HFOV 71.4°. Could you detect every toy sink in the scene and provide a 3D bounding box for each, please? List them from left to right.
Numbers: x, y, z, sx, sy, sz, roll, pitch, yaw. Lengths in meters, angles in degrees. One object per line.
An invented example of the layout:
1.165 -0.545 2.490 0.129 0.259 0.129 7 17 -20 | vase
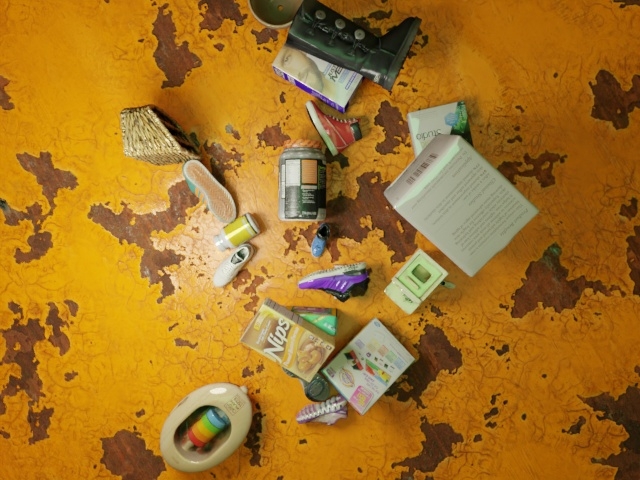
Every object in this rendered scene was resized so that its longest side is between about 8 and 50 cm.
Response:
0.380 0.171 1.802 0.153 0.131 0.234 44 95 14 | toy sink

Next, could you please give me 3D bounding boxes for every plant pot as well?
-0.166 -0.957 1.791 0.238 0.110 0.237 0 94 3 | plant pot

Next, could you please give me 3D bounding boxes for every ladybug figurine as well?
-0.462 0.760 1.863 0.449 0.162 0.305 -41 92 4 | ladybug figurine

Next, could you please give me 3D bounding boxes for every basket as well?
-0.606 -0.419 1.741 0.223 0.299 0.213 -5 91 5 | basket

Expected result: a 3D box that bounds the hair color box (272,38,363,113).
-0.003 -0.686 1.801 0.339 0.110 0.185 30 93 2 | hair color box

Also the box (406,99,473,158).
0.499 -0.386 1.821 0.233 0.058 0.321 -13 94 3 | box

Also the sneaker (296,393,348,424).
0.016 0.739 1.884 0.237 0.095 0.104 -19 100 2 | sneaker

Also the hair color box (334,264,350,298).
0.092 0.173 1.872 0.072 0.043 0.141 1 92 2 | hair color box

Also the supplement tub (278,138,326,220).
-0.072 -0.235 1.783 0.194 0.193 0.315 1 92 2 | supplement tub

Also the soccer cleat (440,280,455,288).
0.525 0.184 1.860 0.083 0.035 0.029 20 93 1 | soccer cleat

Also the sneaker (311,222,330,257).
-0.001 0.000 1.846 0.058 0.084 0.152 22 94 1 | sneaker

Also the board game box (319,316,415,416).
0.191 0.506 1.812 0.317 0.064 0.242 -41 84 -16 | board game box

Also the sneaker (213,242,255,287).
-0.372 0.103 1.861 0.090 0.095 0.235 40 95 -2 | sneaker

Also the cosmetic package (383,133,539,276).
0.498 -0.143 1.658 0.394 0.327 0.329 41 101 -9 | cosmetic package

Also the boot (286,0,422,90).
0.135 -0.811 1.722 0.446 0.146 0.366 24 64 2 | boot

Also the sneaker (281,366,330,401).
-0.057 0.554 1.868 0.111 0.129 0.297 -34 110 1 | sneaker

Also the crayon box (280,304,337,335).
-0.071 0.324 1.825 0.279 0.165 0.081 2 93 2 | crayon box

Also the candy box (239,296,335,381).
-0.123 0.379 1.705 0.317 0.087 0.182 32 102 -5 | candy box

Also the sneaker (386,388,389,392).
0.207 0.544 1.867 0.235 0.084 0.097 37 92 0 | sneaker

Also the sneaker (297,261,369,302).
0.057 0.186 1.801 0.294 0.102 0.146 -13 92 5 | sneaker

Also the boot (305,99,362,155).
0.061 -0.493 1.821 0.176 0.088 0.244 -33 99 3 | boot

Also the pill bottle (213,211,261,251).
-0.347 -0.030 1.848 0.184 0.103 0.103 -31 91 3 | pill bottle

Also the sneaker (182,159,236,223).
-0.462 -0.202 1.853 0.108 0.121 0.302 -40 110 -18 | sneaker
